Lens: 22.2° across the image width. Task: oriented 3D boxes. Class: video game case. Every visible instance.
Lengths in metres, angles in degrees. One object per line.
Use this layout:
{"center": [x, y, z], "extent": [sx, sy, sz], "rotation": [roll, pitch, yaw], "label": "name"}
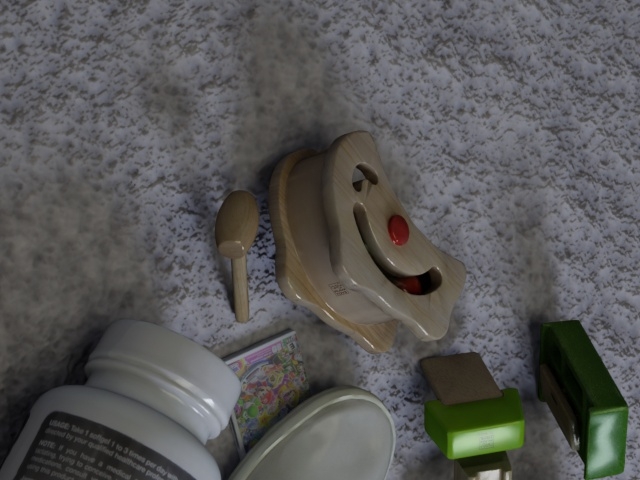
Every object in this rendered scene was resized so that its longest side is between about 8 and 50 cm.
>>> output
{"center": [-0.047, 0.155, 1.538], "extent": [0.087, 0.011, 0.122], "rotation": [-23, 110, -27], "label": "video game case"}

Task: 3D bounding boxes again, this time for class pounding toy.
{"center": [0.000, 0.000, 1.509], "extent": [0.269, 0.155, 0.154], "rotation": [36, 50, -40], "label": "pounding toy"}

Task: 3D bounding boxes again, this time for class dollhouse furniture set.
{"center": [0.191, 0.258, 1.674], "extent": [0.197, 0.151, 0.301], "rotation": [-8, 121, -10], "label": "dollhouse furniture set"}

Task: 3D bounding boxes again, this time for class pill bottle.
{"center": [-0.189, 0.231, 1.348], "extent": [0.176, 0.176, 0.318], "rotation": [41, 62, -30], "label": "pill bottle"}

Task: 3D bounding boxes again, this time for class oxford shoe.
{"center": [-0.055, 0.338, 1.492], "extent": [0.169, 0.130, 0.449], "rotation": [43, 75, -30], "label": "oxford shoe"}
